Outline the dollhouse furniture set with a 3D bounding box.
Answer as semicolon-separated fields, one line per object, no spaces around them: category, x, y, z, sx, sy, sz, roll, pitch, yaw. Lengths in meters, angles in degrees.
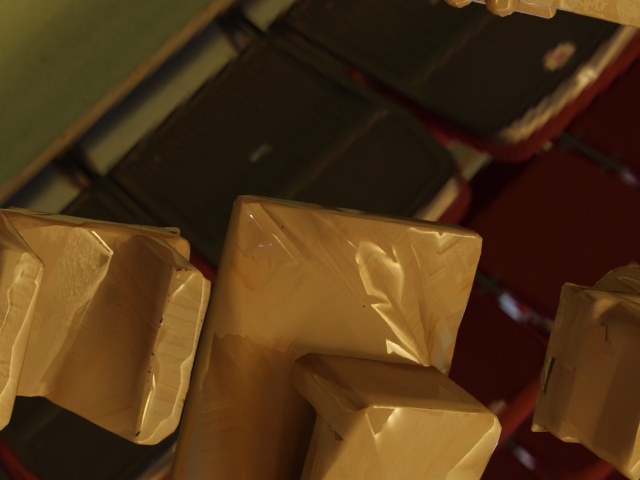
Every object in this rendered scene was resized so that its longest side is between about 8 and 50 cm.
dollhouse furniture set;0.000;0.000;0.697;0.362;0.256;0.394;8;104;-27
